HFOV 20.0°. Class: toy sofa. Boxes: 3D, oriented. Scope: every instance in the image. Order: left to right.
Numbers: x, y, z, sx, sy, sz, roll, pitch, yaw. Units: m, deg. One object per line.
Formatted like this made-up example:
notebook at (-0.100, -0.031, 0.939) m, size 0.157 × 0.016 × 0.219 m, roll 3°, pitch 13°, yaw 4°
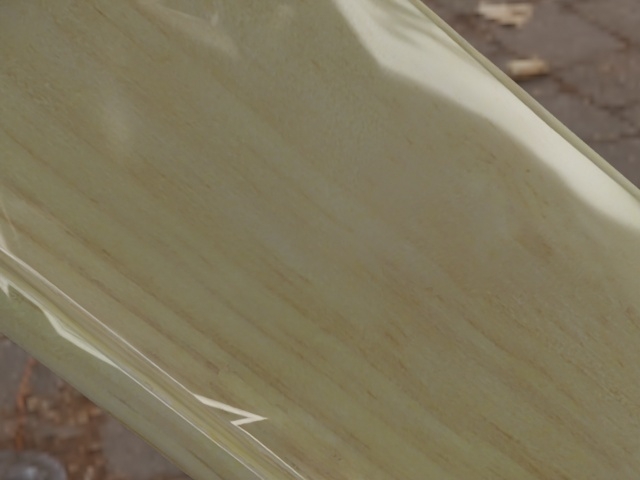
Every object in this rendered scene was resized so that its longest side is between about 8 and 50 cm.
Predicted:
toy sofa at (0.000, 0.000, 0.549) m, size 0.150 × 0.362 × 0.177 m, roll -50°, pitch 14°, yaw 3°
